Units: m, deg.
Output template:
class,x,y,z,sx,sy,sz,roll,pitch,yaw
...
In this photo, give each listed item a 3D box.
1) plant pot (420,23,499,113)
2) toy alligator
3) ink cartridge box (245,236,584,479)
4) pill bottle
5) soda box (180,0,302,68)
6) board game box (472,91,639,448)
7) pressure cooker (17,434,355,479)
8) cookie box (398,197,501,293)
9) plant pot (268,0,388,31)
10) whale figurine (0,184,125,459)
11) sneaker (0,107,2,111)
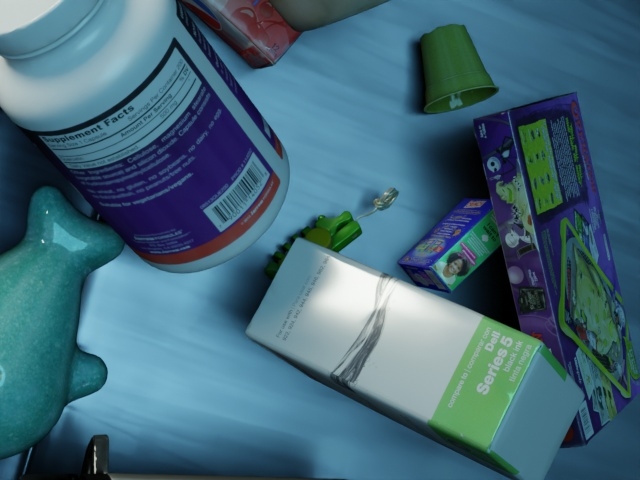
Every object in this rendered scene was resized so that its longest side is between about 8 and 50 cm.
class,x,y,z,sx,sy,sz,roll,pitch,yaw
plant pot,0.141,-0.187,1.454,0.083,0.083,0.079,-11,81,-16
toy alligator,0.000,0.000,1.424,0.190,0.056,0.051,-45,62,-12
ink cartridge box,0.093,0.119,1.309,0.273,0.198,0.114,24,81,28
pill bottle,-0.172,-0.124,1.237,0.181,0.181,0.323,-48,134,-11
soda box,-0.123,-0.292,1.365,0.263,0.083,0.092,42,80,-14
board game box,0.257,0.024,1.438,0.208,0.056,0.346,-19,96,-54
pressure cooker,-0.136,0.397,1.221,0.420,0.370,0.375,5,106,-16
cookie box,0.147,0.004,1.444,0.107,0.092,0.040,-43,105,-12
plant pot,0.008,-0.357,1.240,0.323,0.323,0.280,-29,104,-15
whale figurine,-0.291,0.080,1.287,0.216,0.141,0.272,36,80,-14
sneaker,-0.261,-0.211,1.324,0.229,0.087,0.092,-33,97,-16
